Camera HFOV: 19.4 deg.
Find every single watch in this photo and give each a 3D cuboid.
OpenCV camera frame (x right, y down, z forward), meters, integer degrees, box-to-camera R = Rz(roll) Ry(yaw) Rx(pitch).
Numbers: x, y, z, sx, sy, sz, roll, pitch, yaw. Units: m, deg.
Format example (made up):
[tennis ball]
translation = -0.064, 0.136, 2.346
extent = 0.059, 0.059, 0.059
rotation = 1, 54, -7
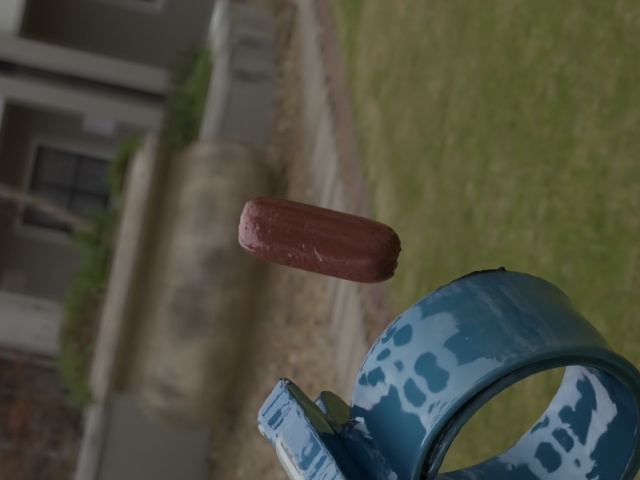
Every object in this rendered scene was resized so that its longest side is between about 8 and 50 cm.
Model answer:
[watch]
translation = 0.092, 0.114, 1.120
extent = 0.193, 0.211, 0.211
rotation = -41, 10, 2

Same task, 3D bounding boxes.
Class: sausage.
[sausage]
translation = 0.000, 0.000, 1.752
extent = 0.062, 0.154, 0.062
rotation = 13, -90, -78
